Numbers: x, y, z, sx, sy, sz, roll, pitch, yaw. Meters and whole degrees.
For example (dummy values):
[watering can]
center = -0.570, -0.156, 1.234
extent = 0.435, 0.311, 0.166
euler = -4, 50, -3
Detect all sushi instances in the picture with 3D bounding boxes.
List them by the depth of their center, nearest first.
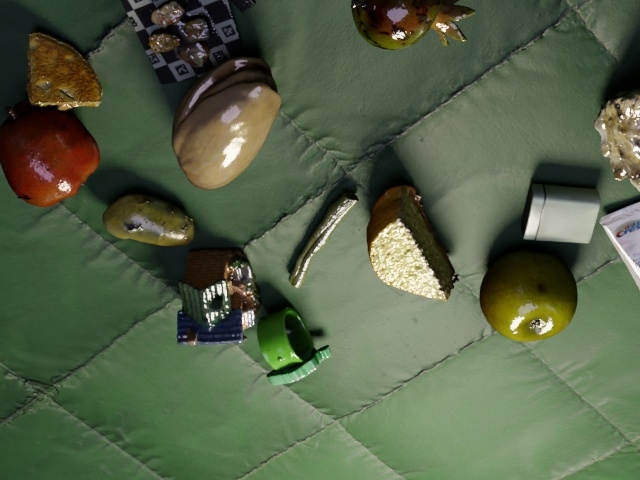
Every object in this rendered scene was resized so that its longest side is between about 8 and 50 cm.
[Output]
[sushi]
center = -0.244, -0.366, 1.753
extent = 0.193, 0.040, 0.210
euler = -8, 129, 15

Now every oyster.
[oyster]
center = 0.624, -0.179, 1.778
extent = 0.238, 0.114, 0.351
euler = -20, 139, 19

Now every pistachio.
[pistachio]
center = -0.175, -0.206, 1.807
extent = 0.182, 0.162, 0.293
euler = 1, 136, -35

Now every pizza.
[pizza]
center = -0.483, -0.296, 1.800
extent = 0.175, 0.134, 0.046
euler = 54, 156, -13

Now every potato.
[potato]
center = -0.342, -0.037, 2.000
extent = 0.188, 0.085, 0.105
euler = 16, 129, -13

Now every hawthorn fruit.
[hawthorn fruit]
center = -0.517, -0.173, 1.850
extent = 0.185, 0.185, 0.202
euler = -19, 124, 19

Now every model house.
[model house]
center = -0.221, 0.135, 2.065
extent = 0.167, 0.172, 0.182
euler = 0, 127, 7

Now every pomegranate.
[pomegranate]
center = 0.152, -0.379, 1.653
extent = 0.220, 0.156, 0.156
euler = 23, 126, -17

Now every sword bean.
[sword bean]
center = -0.001, 0.000, 2.028
extent = 0.043, 0.038, 0.269
euler = 38, 125, 8

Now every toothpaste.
[toothpaste]
center = 0.665, 0.060, 2.001
extent = 0.100, 0.066, 0.323
euler = -23, 117, 18

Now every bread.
[bread]
center = 0.162, 0.015, 1.968
extent = 0.134, 0.129, 0.260
euler = -19, 123, 27

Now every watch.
[watch]
center = -0.073, 0.223, 2.157
extent = 0.131, 0.165, 0.152
euler = -23, 97, 23

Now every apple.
[apple]
center = 0.420, 0.115, 2.004
extent = 0.197, 0.156, 0.196
euler = -1, 134, -1

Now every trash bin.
[trash bin]
center = 0.465, -0.051, 1.931
extent = 0.130, 0.059, 0.116
euler = 4, 130, 0

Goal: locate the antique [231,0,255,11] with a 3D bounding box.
[antique]
center = -0.186, -0.467, 1.696
extent = 0.031, 0.015, 0.192
euler = -33, 118, 26
